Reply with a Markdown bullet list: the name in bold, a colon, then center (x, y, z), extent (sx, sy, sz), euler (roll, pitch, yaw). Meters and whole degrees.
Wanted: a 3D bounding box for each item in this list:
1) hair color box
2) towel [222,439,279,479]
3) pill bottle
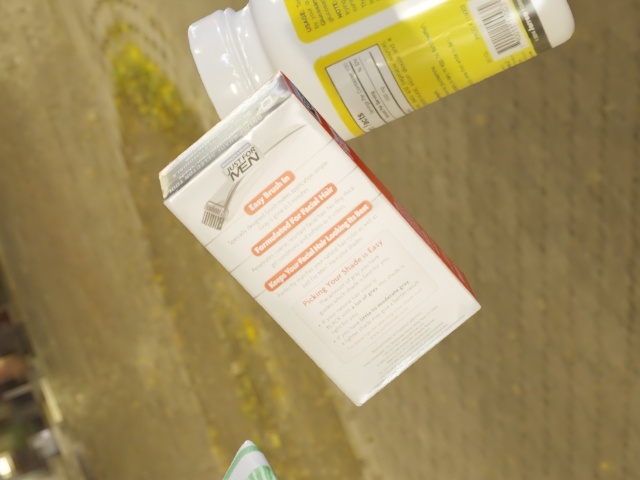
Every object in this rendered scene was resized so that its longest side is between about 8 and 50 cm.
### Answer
- **hair color box**: center (0.000, 0.000, 0.986), extent (0.167, 0.093, 0.053), euler (48, -173, -22)
- **towel**: center (-0.084, 0.344, 1.501), extent (0.247, 0.038, 0.325), euler (-60, 20, 18)
- **pill bottle**: center (0.054, -0.209, 1.681), extent (0.188, 0.334, 0.187), euler (-24, -90, -81)
